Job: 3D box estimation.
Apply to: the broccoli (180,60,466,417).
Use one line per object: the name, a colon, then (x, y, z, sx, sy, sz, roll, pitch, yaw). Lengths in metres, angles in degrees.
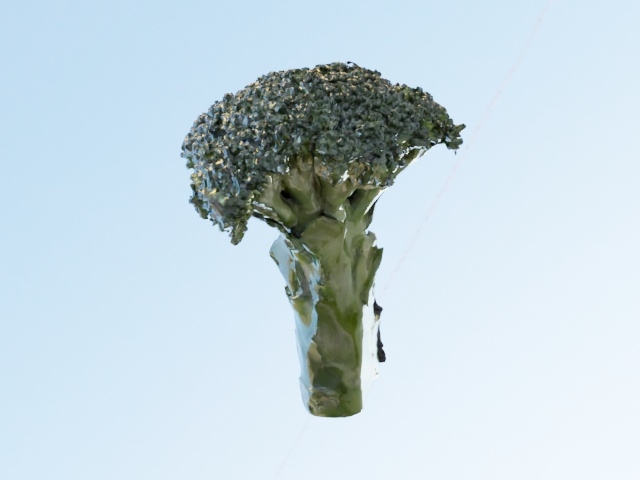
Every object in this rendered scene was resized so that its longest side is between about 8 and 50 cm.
broccoli: (-0.022, 0.003, 0.985, 0.252, 0.221, 0.362, 8, -64, -12)
